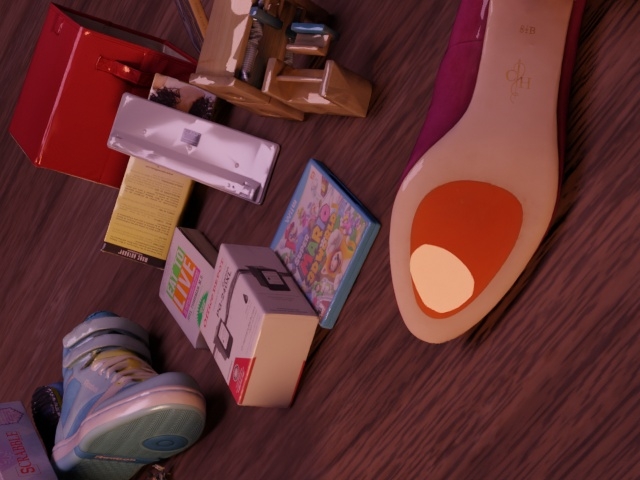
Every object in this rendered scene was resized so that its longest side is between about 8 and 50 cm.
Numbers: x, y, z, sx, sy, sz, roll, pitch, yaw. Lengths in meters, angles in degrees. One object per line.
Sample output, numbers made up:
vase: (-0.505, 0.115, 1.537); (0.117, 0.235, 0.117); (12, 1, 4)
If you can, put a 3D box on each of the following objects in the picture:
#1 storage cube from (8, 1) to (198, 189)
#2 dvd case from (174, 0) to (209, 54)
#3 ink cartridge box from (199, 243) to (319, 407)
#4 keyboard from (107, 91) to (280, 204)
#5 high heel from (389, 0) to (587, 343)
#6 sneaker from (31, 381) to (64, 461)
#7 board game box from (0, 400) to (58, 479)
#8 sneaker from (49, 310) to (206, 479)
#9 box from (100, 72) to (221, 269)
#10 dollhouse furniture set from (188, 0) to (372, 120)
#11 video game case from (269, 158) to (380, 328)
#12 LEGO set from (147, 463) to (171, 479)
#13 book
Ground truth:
storage cube: (-0.291, -0.188, 1.771); (0.215, 0.184, 0.193); (41, 112, 59)
dvd case: (-0.171, -0.309, 1.639); (0.018, 0.221, 0.164); (-26, 35, -6)
ink cartridge box: (-0.067, 0.085, 1.352); (0.150, 0.063, 0.109); (53, 132, 55)
keyboard: (-0.155, -0.112, 1.560); (0.256, 0.014, 0.072); (21, 89, 34)
high heel: (0.146, -0.105, 1.091); (0.181, 0.127, 0.377); (-70, 0, -75)
sneaker: (-0.313, 0.283, 1.714); (0.069, 0.082, 0.209); (-28, 70, 33)
board game box: (-0.360, 0.409, 1.613); (0.318, 0.066, 0.318); (-141, 50, -59)
sneaker: (-0.233, 0.159, 1.559); (0.319, 0.127, 0.208); (-33, 50, 49)
box: (-0.197, -0.085, 1.644); (0.058, 0.087, 0.232); (-73, -1, -87)
dollhouse furniture set: (-0.016, -0.200, 1.391); (0.184, 0.129, 0.129); (10, 84, 37)
video game case: (0.000, 0.000, 1.342); (0.119, 0.015, 0.166); (-66, 30, 16)
LEGO set: (-0.189, 0.292, 1.528); (0.083, 0.023, 0.054); (115, 155, -43)
book: (-0.148, 0.056, 1.562); (0.144, 0.035, 0.096); (43, 118, 57)
